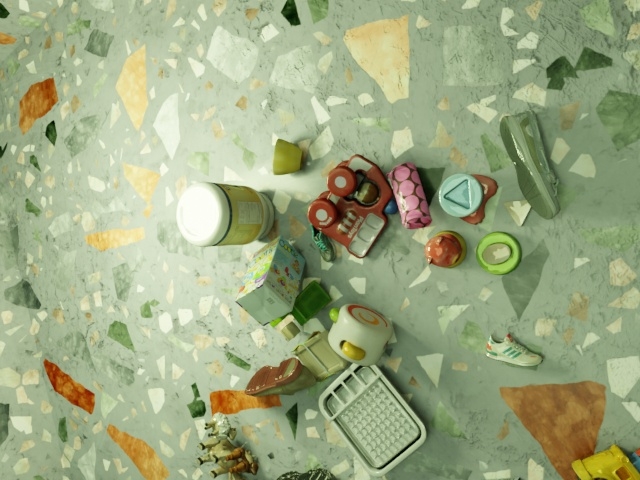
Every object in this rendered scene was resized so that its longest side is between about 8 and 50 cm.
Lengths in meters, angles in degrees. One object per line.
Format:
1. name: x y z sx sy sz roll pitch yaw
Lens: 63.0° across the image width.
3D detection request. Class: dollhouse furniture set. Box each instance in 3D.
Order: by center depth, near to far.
1. dollhouse furniture set: -0.013 0.330 1.876 0.301 0.151 0.197 49 136 1

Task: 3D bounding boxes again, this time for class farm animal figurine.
1. farm animal figurine: -0.348 0.885 2.041 0.326 0.172 0.330 39 118 37

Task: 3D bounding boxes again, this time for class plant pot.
1. plant pot: -0.114 -0.296 1.892 0.095 0.134 0.134 8 96 5

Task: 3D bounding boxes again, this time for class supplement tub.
1. supplement tub: -0.337 -0.093 1.908 0.228 0.316 0.228 1 92 30

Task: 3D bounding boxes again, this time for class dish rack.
1. dish rack: 0.179 0.589 1.765 0.285 0.072 0.333 -49 68 21

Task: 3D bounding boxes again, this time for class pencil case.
1. pencil case: 0.279 -0.137 1.652 0.098 0.095 0.209 -11 66 -5

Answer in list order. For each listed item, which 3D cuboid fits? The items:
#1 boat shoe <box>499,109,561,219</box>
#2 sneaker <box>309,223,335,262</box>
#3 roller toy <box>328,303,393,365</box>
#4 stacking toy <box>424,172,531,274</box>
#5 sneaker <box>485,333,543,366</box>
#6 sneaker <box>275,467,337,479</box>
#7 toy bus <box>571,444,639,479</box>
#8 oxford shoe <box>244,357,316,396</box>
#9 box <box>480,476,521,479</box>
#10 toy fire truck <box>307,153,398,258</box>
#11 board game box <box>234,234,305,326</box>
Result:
1. boat shoe: 0.607 -0.216 1.468 0.103 0.118 0.320 -18 73 1
2. sneaker: 0.000 0.000 1.851 0.065 0.076 0.167 -23 80 30
3. roller toy: 0.129 0.314 1.715 0.209 0.191 0.146 45 117 52
4. stacking toy: 0.459 -0.038 1.548 0.279 0.130 0.309 19 101 29
5. sneaker: 0.567 0.319 1.535 0.161 0.057 0.075 6 100 33
6. sneaker: -0.043 0.903 1.900 0.271 0.100 0.108 -19 96 33
7. toy bus: 0.810 0.651 1.366 0.211 0.149 0.220 -35 76 10
8. oxford shoe: -0.156 0.537 1.933 0.130 0.123 0.348 41 139 -20
9. box: 0.546 0.789 1.552 0.126 0.072 0.137 -21 81 30
10. toy fire truck: 0.118 -0.119 1.749 0.254 0.169 0.302 32 109 1
11. board game box: -0.169 0.136 1.826 0.142 0.275 0.144 -32 114 28
